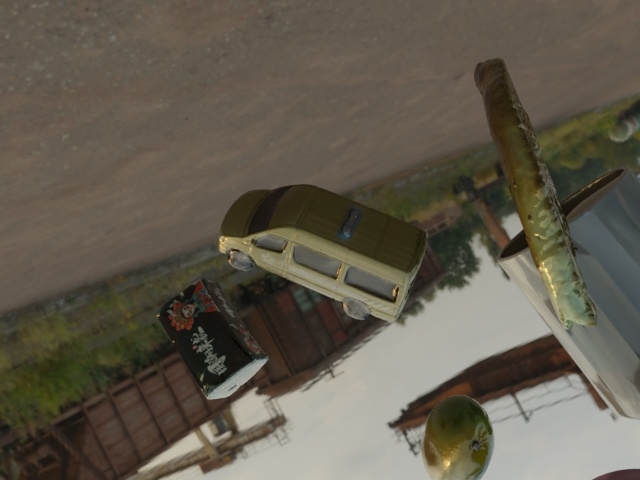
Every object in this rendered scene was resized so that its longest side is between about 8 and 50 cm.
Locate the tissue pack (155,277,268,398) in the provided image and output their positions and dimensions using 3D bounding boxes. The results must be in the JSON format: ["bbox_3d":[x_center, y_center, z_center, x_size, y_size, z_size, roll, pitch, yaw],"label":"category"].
[{"bbox_3d":[-0.172,0.156,1.136,0.103,0.170,0.090,-40,162,5],"label":"tissue pack"}]

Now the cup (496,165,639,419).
[{"bbox_3d":[0.484,0.063,1.066,0.323,0.326,0.237,-38,178,-21],"label":"cup"}]

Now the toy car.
[{"bbox_3d":[0.000,0.000,0.881,0.124,0.257,0.101,104,10,-52],"label":"toy car"}]

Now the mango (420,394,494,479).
[{"bbox_3d":[0.192,0.291,1.005,0.086,0.122,0.191,-6,147,-7],"label":"mango"}]

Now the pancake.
[{"bbox_3d":[0.253,-0.070,0.861,0.054,0.376,0.197,-21,150,23],"label":"pancake"}]

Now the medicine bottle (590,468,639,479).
[{"bbox_3d":[0.387,0.419,0.769,0.202,0.202,0.316,-29,-168,14],"label":"medicine bottle"}]
